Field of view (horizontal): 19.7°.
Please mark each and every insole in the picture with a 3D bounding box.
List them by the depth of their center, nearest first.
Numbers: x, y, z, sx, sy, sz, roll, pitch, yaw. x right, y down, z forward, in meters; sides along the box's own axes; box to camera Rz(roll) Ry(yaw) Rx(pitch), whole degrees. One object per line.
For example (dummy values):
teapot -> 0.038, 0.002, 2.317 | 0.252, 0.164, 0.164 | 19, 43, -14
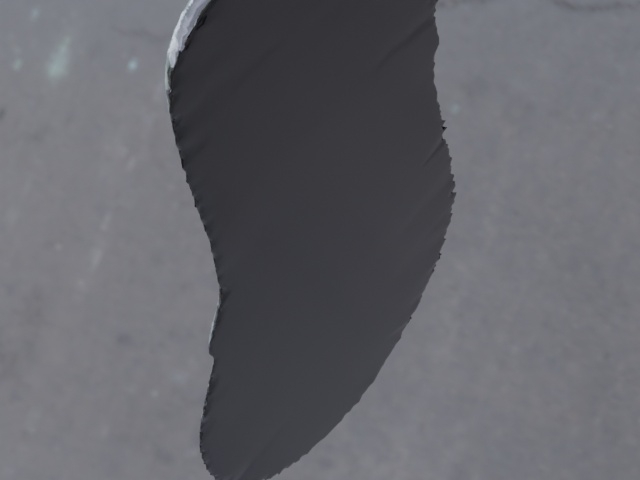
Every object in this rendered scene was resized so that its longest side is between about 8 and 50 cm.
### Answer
insole -> 0.000, 0.000, 0.491 | 0.007, 0.322, 0.109 | 41, 74, 18
